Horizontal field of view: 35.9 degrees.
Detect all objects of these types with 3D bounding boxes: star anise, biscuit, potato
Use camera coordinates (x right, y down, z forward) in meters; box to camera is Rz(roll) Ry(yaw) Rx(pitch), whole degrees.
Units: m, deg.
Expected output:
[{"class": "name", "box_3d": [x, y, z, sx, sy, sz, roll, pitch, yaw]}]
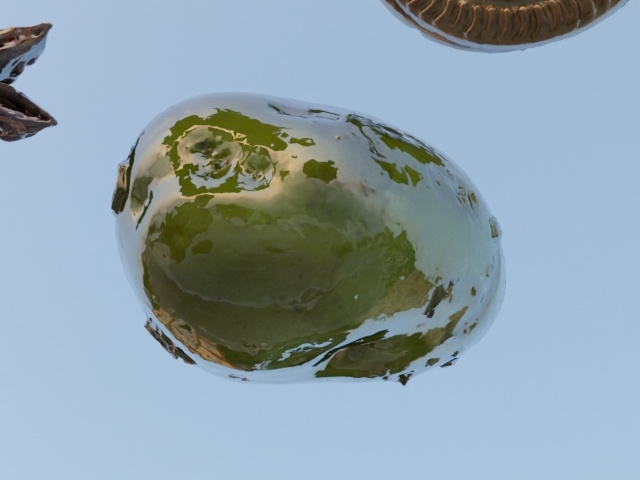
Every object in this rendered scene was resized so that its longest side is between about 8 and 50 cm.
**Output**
[{"class": "star anise", "box_3d": [-0.357, -0.125, 0.910, 0.230, 0.262, 0.081, 18, -21, -5]}, {"class": "biscuit", "box_3d": [0.150, -0.267, 0.796, 0.259, 0.079, 0.259, -3, -102, 13]}, {"class": "potato", "box_3d": [0.000, 0.000, 0.510, 0.186, 0.253, 0.149, -2, -93, 15]}]
